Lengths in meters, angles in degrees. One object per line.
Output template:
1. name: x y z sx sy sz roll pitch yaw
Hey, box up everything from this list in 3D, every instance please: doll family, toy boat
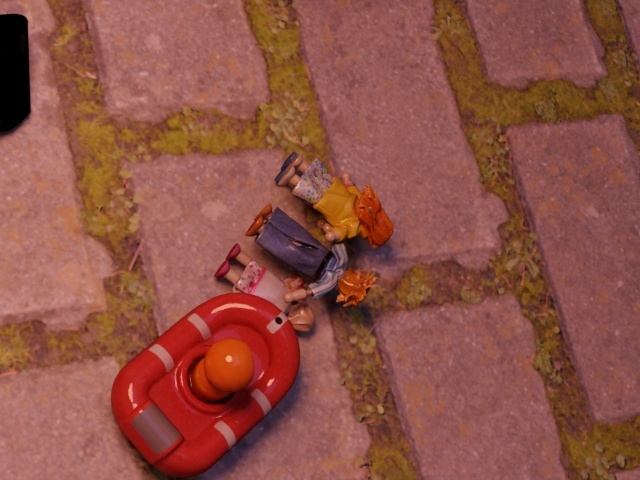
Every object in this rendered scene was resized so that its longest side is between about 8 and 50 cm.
1. doll family: 0.000 0.000 1.677 0.163 0.118 0.263 36 58 -10
2. toy boat: -0.115 0.150 1.540 0.151 0.151 0.231 50 58 -1

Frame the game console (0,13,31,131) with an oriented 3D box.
1. game console: -0.412 -0.288 1.503 0.213 0.044 0.361 -20 115 -53
